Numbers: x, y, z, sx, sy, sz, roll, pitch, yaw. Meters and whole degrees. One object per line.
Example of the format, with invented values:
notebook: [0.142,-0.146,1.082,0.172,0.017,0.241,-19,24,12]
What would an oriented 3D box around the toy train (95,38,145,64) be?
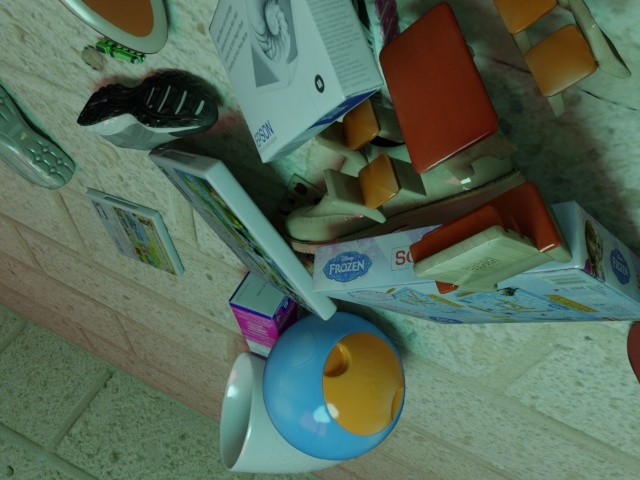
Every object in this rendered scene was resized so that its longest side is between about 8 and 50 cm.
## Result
toy train: [-0.310,-0.290,0.738,0.083,0.023,0.017,23,144,12]

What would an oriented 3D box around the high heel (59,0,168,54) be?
high heel: [-0.343,-0.401,0.594,0.181,0.127,0.377,34,164,53]

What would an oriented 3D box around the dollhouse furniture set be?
dollhouse furniture set: [0.112,-0.092,0.413,0.262,0.259,0.135,-31,150,35]

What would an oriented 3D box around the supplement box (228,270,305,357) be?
supplement box: [-0.111,0.175,1.086,0.114,0.111,0.220,16,143,20]

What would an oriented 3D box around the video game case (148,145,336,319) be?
video game case: [-0.141,-0.020,0.832,0.300,0.036,0.329,23,154,54]

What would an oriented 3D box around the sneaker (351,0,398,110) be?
sneaker: [0.047,-0.213,0.531,0.075,0.063,0.170,4,142,25]

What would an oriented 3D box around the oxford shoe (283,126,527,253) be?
oxford shoe: [0.076,-0.075,0.656,0.397,0.140,0.146,-14,101,45]

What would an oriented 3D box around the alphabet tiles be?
alphabet tiles: [0.000,0.000,0.879,0.198,0.009,0.237,33,146,-3]

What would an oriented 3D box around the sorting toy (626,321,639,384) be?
sorting toy: [0.496,0.076,0.551,0.126,0.127,0.365,-6,136,1]

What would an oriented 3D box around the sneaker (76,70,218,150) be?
sneaker: [-0.265,-0.197,0.774,0.272,0.100,0.108,6,158,31]

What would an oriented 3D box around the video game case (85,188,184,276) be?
video game case: [-0.455,-0.015,1.186,0.206,0.026,0.227,18,142,18]

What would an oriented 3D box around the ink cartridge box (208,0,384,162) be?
ink cartridge box: [-0.050,-0.203,0.444,0.223,0.045,0.223,-12,100,67]

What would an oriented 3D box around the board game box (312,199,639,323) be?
board game box: [0.212,0.054,0.609,0.318,0.065,0.319,-11,158,43]

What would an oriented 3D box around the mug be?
mug: [-0.073,0.431,1.254,0.328,0.276,0.374,13,-175,-21]

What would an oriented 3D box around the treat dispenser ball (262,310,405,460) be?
treat dispenser ball: [0.027,0.289,0.969,0.288,0.288,0.288,20,144,16]

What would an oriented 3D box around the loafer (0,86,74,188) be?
loafer: [-0.676,-0.230,1.010,0.112,0.112,0.319,-10,129,33]
